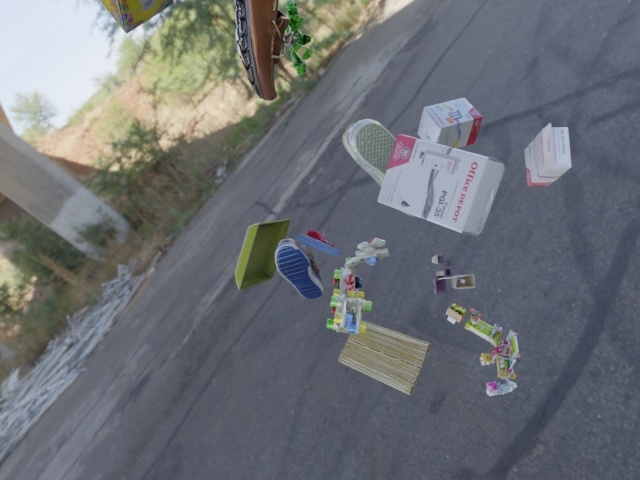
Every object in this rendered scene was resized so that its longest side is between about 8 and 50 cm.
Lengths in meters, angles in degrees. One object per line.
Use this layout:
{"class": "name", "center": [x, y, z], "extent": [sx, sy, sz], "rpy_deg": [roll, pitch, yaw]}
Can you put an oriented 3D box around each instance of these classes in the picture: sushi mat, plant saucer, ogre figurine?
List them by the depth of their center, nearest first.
{"class": "plant saucer", "center": [-0.165, 0.027, 1.397], "extent": [0.188, 0.045, 0.188], "rpy_deg": [-14, -55, -66]}
{"class": "sushi mat", "center": [0.182, 0.336, 1.526], "extent": [0.316, 0.019, 0.152], "rpy_deg": [10, 69, 52]}
{"class": "ogre figurine", "center": [-0.076, -0.609, 1.556], "extent": [0.096, 0.197, 0.118], "rpy_deg": [-29, 19, 3]}

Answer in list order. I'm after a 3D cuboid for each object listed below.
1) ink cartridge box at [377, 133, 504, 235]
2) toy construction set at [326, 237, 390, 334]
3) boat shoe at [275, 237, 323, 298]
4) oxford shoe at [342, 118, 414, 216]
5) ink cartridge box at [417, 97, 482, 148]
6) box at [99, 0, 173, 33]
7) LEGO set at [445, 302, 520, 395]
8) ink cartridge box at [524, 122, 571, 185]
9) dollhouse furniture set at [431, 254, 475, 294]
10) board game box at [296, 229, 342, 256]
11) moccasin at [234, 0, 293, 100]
{"class": "ink cartridge box", "center": [0.323, -0.156, 1.405], "extent": [0.282, 0.117, 0.208], "rpy_deg": [25, 103, 38]}
{"class": "toy construction set", "center": [0.100, 0.144, 1.556], "extent": [0.215, 0.151, 0.328], "rpy_deg": [96, -166, -60]}
{"class": "boat shoe", "center": [-0.045, 0.047, 1.039], "extent": [0.066, 0.183, 0.066], "rpy_deg": [-12, 50, 10]}
{"class": "oxford shoe", "center": [0.229, -0.240, 1.672], "extent": [0.169, 0.449, 0.130], "rpy_deg": [-50, 36, 1]}
{"class": "ink cartridge box", "center": [0.466, -0.416, 1.864], "extent": [0.176, 0.127, 0.128], "rpy_deg": [-17, 54, -15]}
{"class": "box", "center": [-0.538, -0.755, 1.325], "extent": [0.177, 0.279, 0.290], "rpy_deg": [-42, 7, -15]}
{"class": "LEGO set", "center": [0.453, 0.261, 1.378], "extent": [0.132, 0.107, 0.287], "rpy_deg": [-15, 52, -7]}
{"class": "ink cartridge box", "center": [0.618, -0.229, 1.385], "extent": [0.198, 0.067, 0.116], "rpy_deg": [67, -158, -78]}
{"class": "dollhouse furniture set", "center": [0.328, 0.074, 1.182], "extent": [0.081, 0.114, 0.091], "rpy_deg": [-16, 76, 60]}
{"class": "board game box", "center": [0.000, 0.000, 1.447], "extent": [0.169, 0.133, 0.033], "rpy_deg": [131, 162, -82]}
{"class": "moccasin", "center": [-0.127, -0.520, 1.215], "extent": [0.146, 0.381, 0.139], "rpy_deg": [-14, 34, -17]}
